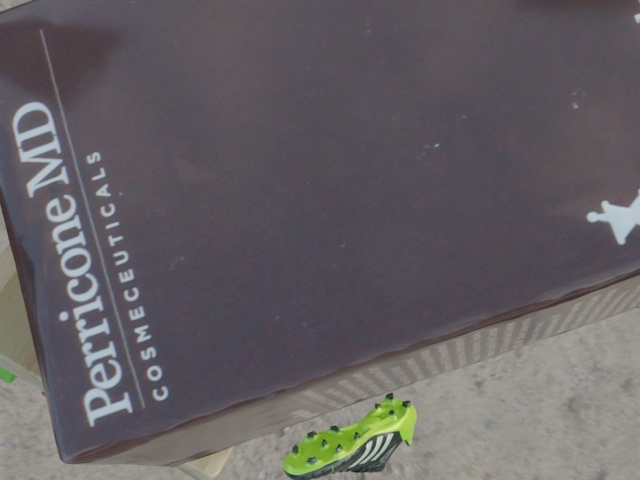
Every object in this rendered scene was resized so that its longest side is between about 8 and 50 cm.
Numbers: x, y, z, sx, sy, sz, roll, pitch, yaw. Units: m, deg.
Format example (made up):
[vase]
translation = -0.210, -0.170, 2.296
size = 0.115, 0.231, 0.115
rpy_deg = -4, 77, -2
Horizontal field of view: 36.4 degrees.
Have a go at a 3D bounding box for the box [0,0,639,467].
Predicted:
[box]
translation = 0.064, -0.052, 0.418
size = 0.382, 0.143, 0.191
rpy_deg = -20, 75, 5

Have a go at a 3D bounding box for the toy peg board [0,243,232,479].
[toy peg board]
translation = -0.106, 0.044, 0.581
size = 0.161, 0.079, 0.161
rpy_deg = 31, 55, -5

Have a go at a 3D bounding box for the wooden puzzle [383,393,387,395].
[wooden puzzle]
translation = -0.017, 0.068, 1.099
size = 0.044, 0.221, 0.238
rpy_deg = -22, 74, 31

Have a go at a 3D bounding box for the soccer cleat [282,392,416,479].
[soccer cleat]
translation = 0.038, 0.230, 1.062
size = 0.179, 0.060, 0.072
rpy_deg = -20, 117, -34
